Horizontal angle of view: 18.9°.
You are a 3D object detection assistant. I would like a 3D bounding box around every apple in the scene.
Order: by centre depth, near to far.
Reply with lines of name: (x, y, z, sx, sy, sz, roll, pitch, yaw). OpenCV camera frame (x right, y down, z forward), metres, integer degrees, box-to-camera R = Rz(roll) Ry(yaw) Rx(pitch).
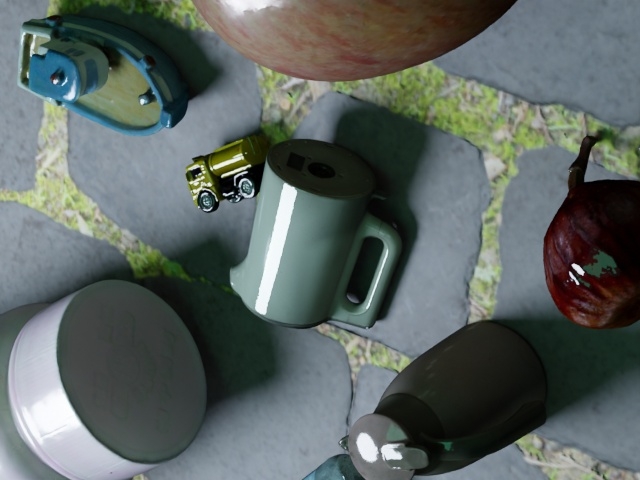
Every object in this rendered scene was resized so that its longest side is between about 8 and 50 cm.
apple: (0.025, -0.282, 1.461, 0.345, 0.269, 0.345, 14, 113, 34)

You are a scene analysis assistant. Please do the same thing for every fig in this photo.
fig: (0.232, -0.004, 1.505, 0.128, 0.128, 0.150, -1, 100, 37)

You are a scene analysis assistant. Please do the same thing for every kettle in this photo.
kettle: (-0.003, -0.003, 1.706, 0.098, 0.127, 0.148, -123, 39, -49)

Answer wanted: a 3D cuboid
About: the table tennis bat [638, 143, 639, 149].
table tennis bat: (0.306, -0.150, 1.460, 0.130, 0.019, 0.220, 39, 124, 19)

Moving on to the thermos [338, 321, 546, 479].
thermos: (0.112, 0.145, 1.596, 0.137, 0.193, 0.105, 5, 108, 35)

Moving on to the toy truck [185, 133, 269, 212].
toy truck: (-0.083, -0.060, 1.761, 0.083, 0.049, 0.054, -19, 93, 38)

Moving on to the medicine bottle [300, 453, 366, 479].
medicine bottle: (-0.016, 0.281, 1.828, 0.090, 0.053, 0.208, 54, 130, 7)

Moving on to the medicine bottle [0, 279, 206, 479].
medicine bottle: (-0.302, 0.184, 1.905, 0.378, 0.213, 0.213, -26, 90, 39)

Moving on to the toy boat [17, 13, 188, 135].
toy boat: (-0.217, -0.147, 1.797, 0.215, 0.102, 0.088, 23, 121, 28)
